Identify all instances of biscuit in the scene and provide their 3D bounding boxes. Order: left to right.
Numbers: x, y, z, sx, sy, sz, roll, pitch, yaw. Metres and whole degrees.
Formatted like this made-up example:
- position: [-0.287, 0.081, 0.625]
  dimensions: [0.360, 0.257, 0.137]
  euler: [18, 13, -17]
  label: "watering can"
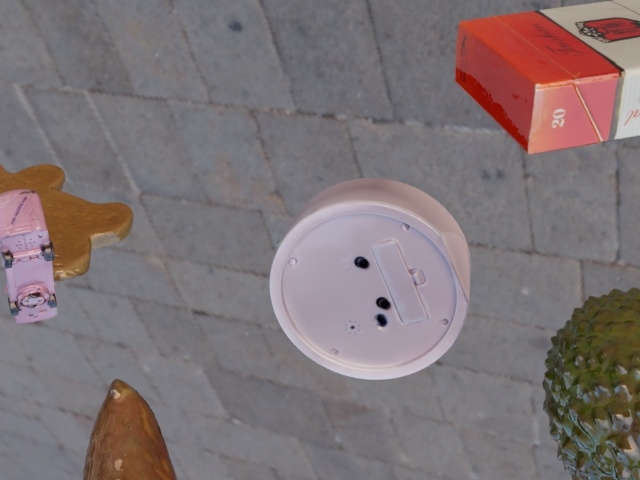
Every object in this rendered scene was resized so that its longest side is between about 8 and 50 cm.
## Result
- position: [-0.442, -0.040, 1.477]
  dimensions: [0.339, 0.216, 0.047]
  euler: [20, 127, 19]
  label: "biscuit"

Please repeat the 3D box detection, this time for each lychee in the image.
- position: [0.369, 0.184, 1.010]
  dimensions: [0.320, 0.270, 0.270]
  euler: [57, 147, 11]
  label: "lychee"

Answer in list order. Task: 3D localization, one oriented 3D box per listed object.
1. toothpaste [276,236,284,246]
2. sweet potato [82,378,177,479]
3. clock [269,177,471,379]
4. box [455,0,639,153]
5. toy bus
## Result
- position: [0.000, 0.000, 1.385]
  dimensions: [0.049, 0.204, 0.031]
  euler: [-40, 72, 16]
  label: "toothpaste"
- position: [0.006, 0.154, 0.289]
  dimensions: [0.255, 0.078, 0.058]
  euler: [42, 169, 6]
  label: "sweet potato"
- position: [0.051, 0.039, 1.011]
  dimensions: [0.196, 0.068, 0.197]
  euler: [4, 116, 9]
  label: "clock"
- position: [0.164, -0.097, 0.562]
  dimensions: [0.152, 0.100, 0.048]
  euler: [-12, 121, -12]
  label: "box"
- position: [-0.356, 0.021, 1.224]
  dimensions: [0.063, 0.090, 0.203]
  euler: [-11, 148, -18]
  label: "toy bus"
